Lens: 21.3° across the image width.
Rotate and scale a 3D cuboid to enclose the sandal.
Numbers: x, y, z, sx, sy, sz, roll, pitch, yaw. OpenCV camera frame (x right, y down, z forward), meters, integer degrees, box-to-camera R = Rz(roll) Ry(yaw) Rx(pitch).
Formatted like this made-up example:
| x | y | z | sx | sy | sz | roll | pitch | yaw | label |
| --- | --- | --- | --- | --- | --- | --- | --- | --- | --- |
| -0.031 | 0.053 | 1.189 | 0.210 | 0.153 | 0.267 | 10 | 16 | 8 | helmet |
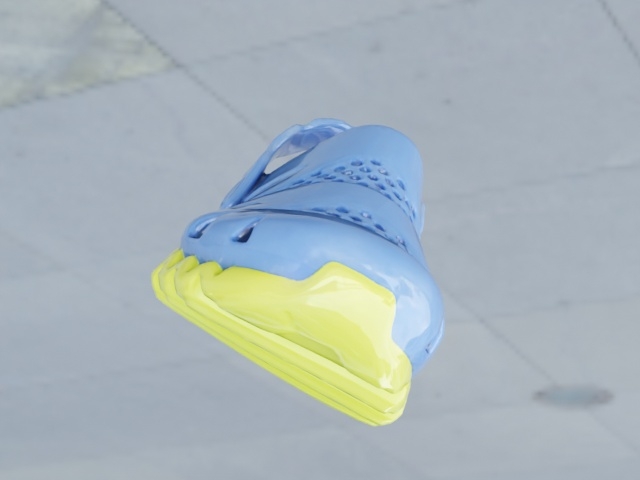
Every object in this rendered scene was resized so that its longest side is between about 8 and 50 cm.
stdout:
| x | y | z | sx | sy | sz | roll | pitch | yaw | label |
| --- | --- | --- | --- | --- | --- | --- | --- | --- | --- |
| 0.000 | 0.000 | 0.812 | 0.126 | 0.138 | 0.317 | 34 | 177 | -9 | sandal |
